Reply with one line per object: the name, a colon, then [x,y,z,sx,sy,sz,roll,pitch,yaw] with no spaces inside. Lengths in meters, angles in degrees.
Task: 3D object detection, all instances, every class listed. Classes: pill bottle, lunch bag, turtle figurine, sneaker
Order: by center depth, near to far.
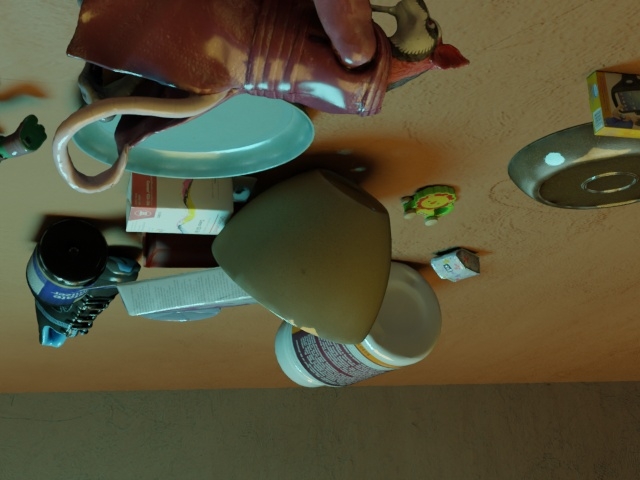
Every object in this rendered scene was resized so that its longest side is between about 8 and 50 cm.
turtle figurine: [-0.478,-0.115,1.254,0.234,0.118,0.175,-20,156,29]
pill bottle: [-0.462,0.049,1.743,0.123,0.123,0.219,4,161,-23]
sneaker: [-0.466,0.121,1.944,0.125,0.140,0.341,14,154,-36]
lunch bag: [0.277,0.050,1.995,0.071,0.053,0.083,-20,147,40]
pill bottle: [0.069,0.201,2.152,0.224,0.224,0.392,7,159,-29]

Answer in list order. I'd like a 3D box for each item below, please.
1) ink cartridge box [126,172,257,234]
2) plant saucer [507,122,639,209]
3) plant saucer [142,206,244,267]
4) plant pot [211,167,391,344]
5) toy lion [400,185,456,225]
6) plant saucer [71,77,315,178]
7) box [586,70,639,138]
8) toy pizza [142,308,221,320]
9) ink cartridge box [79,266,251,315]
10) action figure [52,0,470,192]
ink cartridge box: [-0.205,-0.058,1.541,0.198,0.067,0.115,1,161,-15]
plant saucer: [0.455,-0.110,1.530,0.310,0.050,0.310,-2,162,-1]
plant saucer: [-0.188,-0.007,1.740,0.259,0.048,0.258,1,162,-10]
plant pot: [0.000,0.000,1.506,0.284,0.284,0.191,17,110,-47]
toy lion: [0.194,-0.064,1.660,0.096,0.034,0.100,-26,152,35]
plant saucer: [-0.166,-0.155,1.278,0.317,0.044,0.317,-2,164,0]
box: [0.417,-0.174,1.262,0.136,0.081,0.028,1,161,-15]
toy pizza: [-0.327,0.149,2.231,0.201,0.032,0.201,-2,162,-1]
ink cartridge box: [-0.206,0.092,1.749,0.330,0.071,0.324,-10,175,17]
action figure: [-0.047,-0.181,0.891,0.370,0.276,0.248,10,156,3]
